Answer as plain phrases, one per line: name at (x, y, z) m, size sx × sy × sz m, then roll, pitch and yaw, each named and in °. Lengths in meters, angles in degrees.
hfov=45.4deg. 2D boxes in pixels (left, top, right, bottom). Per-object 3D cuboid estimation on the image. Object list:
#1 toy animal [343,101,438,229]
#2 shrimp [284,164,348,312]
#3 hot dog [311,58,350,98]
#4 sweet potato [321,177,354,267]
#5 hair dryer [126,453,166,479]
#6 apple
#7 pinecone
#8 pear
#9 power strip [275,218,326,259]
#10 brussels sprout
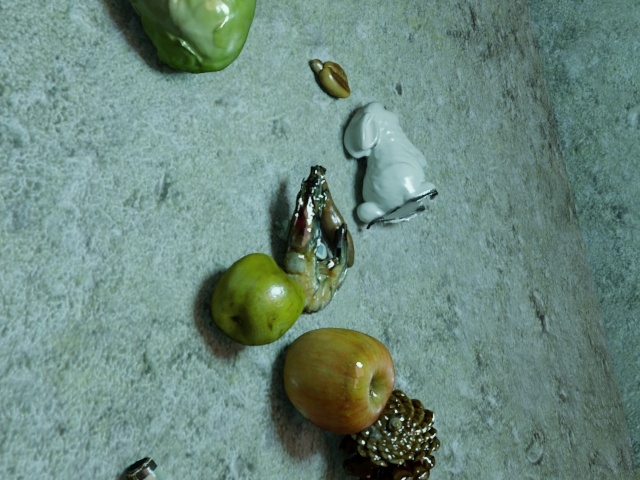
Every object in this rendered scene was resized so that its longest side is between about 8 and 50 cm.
toy animal at (0.178, -0.229, 2.171) m, size 0.258 × 0.194 × 0.357 m, roll -17°, pitch 75°, yaw -27°
shrimp at (0.000, 0.000, 1.904) m, size 0.233 × 0.071 × 0.365 m, roll 8°, pitch 88°, yaw -51°
hot dog at (0.030, -0.454, 2.143) m, size 0.140 × 0.060 × 0.090 m, roll 36°, pitch 49°, yaw -46°
sweet potato at (0.038, -0.046, 2.023) m, size 0.255 × 0.058 × 0.078 m, roll 69°, pitch 23°, yaw -3°
hair dryer at (-0.262, 0.551, 1.443) m, size 0.203 × 0.128 × 0.362 m, roll -36°, pitch 98°, yaw -49°
apple at (0.036, 0.320, 1.774) m, size 0.242 × 0.241 × 0.242 m, roll -10°, pitch 102°, yaw -51°
pinecone at (0.159, 0.509, 1.856) m, size 0.264 × 0.264 × 0.264 m, roll 19°, pitch 65°, yaw -46°
pear at (-0.137, 0.134, 1.661) m, size 0.200 × 0.200 × 0.200 m, roll 19°, pitch 65°, yaw -46°
power strip at (-0.049, -0.001, 1.924) m, size 0.191 × 0.030 × 0.047 m, roll 36°, pitch 54°, yaw -39°
brussels sprout at (-0.275, -0.529, 1.675) m, size 0.274 × 0.242 × 0.316 m, roll -40°, pitch 106°, yaw -22°
